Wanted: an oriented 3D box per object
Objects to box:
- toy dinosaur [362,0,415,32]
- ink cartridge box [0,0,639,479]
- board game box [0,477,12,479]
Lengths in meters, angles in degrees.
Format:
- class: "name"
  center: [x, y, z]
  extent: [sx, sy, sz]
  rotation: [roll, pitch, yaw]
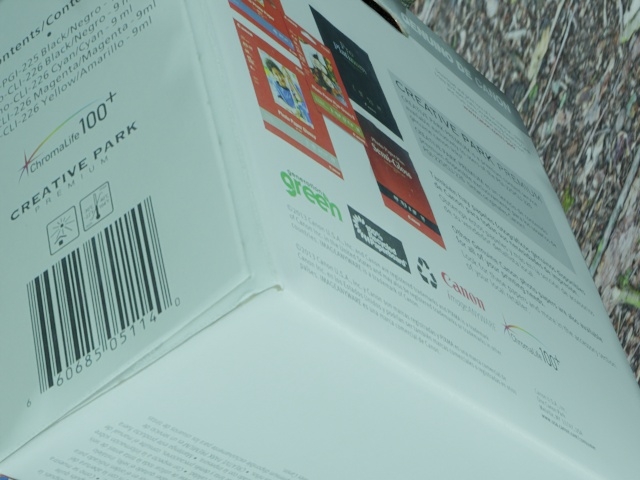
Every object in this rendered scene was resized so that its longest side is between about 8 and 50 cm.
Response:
- class: "toy dinosaur"
  center: [-0.024, -0.135, 0.756]
  extent: [0.160, 0.121, 0.313]
  rotation: [-45, 144, 20]
- class: "ink cartridge box"
  center: [0.000, 0.000, 0.642]
  extent: [0.130, 0.272, 0.309]
  rotation: [-33, 139, 22]
- class: "board game box"
  center: [-0.071, 0.211, 0.744]
  extent: [0.319, 0.066, 0.318]
  rotation: [-13, 75, -59]
